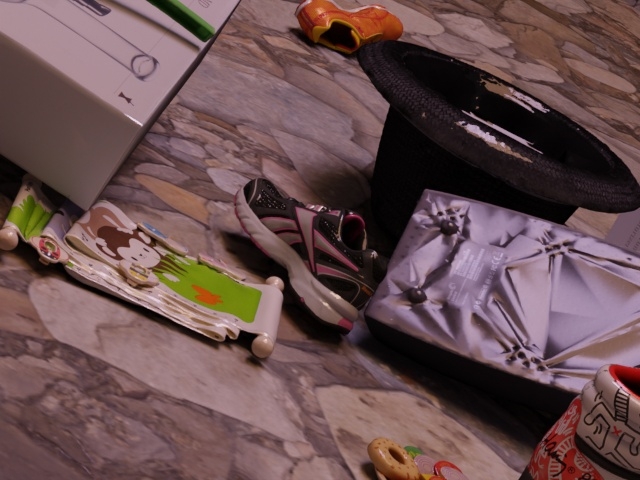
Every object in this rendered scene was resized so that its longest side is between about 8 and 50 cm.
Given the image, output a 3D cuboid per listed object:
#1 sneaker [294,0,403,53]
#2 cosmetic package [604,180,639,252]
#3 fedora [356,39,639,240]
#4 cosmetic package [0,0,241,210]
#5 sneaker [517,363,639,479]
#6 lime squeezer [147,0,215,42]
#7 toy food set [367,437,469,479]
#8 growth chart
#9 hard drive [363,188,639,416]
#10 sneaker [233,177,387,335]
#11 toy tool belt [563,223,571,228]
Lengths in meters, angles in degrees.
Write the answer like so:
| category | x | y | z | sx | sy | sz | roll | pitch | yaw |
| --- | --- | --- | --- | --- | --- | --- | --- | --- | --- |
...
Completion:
| category | x | y | z | sx | sy | sz | roll | pitch | yaw |
| --- | --- | --- | --- | --- | --- | --- | --- | --- | --- |
| sneaker | 0.038 | -0.250 | 2.386 | 0.175 | 0.064 | 0.067 | 0 | 53 | -47 |
| cosmetic package | 0.502 | 0.060 | 1.942 | 0.161 | 0.230 | 0.453 | 13 | 25 | -41 |
| fedora | 0.141 | -0.059 | 1.854 | 0.334 | 0.152 | 0.334 | 26 | 15 | -8 |
| cosmetic package | -0.236 | -0.200 | 1.618 | 0.284 | 0.097 | 0.377 | 35 | 24 | -6 |
| sneaker | 0.286 | 0.186 | 1.429 | 0.270 | 0.145 | 0.090 | 24 | 19 | -13 |
| lime squeezer | -0.205 | -0.221 | 1.511 | 0.310 | 0.059 | 0.110 | 5 | 38 | -49 |
| toy food set | 0.074 | 0.168 | 1.368 | 0.083 | 0.020 | 0.083 | 13 | 23 | -39 |
| growth chart | -0.130 | 0.017 | 1.479 | 0.237 | 0.021 | 0.172 | 24 | 18 | -14 |
| hard drive | 0.176 | 0.060 | 1.594 | 0.255 | 0.054 | 0.172 | 18 | 48 | 10 |
| sneaker | 0.000 | 0.000 | 1.595 | 0.072 | 0.077 | 0.178 | 38 | 9 | -49 |
| toy tool belt | 0.254 | 0.025 | 1.978 | 0.083 | 0.052 | 0.051 | 44 | -7 | 32 |
